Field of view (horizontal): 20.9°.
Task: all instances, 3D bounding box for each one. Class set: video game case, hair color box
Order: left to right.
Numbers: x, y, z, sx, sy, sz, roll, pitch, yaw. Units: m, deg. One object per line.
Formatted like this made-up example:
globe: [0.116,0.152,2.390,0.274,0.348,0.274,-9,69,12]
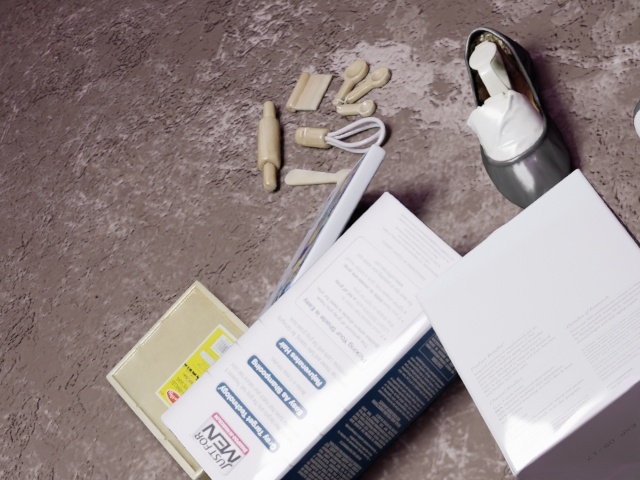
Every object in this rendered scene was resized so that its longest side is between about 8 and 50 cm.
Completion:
video game case: [0.000,0.000,1.996,0.201,0.023,0.183,-60,4,-20]
hair color box: [0.018,0.135,1.833,0.347,0.105,0.174,-45,49,-2]

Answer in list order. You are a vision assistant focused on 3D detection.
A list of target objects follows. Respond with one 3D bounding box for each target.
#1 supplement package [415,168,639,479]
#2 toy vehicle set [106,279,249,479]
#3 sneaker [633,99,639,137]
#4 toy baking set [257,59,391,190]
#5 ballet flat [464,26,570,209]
supplement package: [0.253,0.117,1.574,0.199,0.198,0.262,-38,37,9]
toy vehicle set: [-0.137,0.166,2.032,0.166,0.035,0.267,-47,36,-3]
sneaker: [0.412,-0.086,1.713,0.270,0.090,0.145,-1,51,40]
toy baking set: [0.000,-0.143,2.208,0.197,0.030,0.256,-23,41,26]
ballet flat: [0.206,-0.145,1.959,0.095,0.096,0.280,-31,38,16]
